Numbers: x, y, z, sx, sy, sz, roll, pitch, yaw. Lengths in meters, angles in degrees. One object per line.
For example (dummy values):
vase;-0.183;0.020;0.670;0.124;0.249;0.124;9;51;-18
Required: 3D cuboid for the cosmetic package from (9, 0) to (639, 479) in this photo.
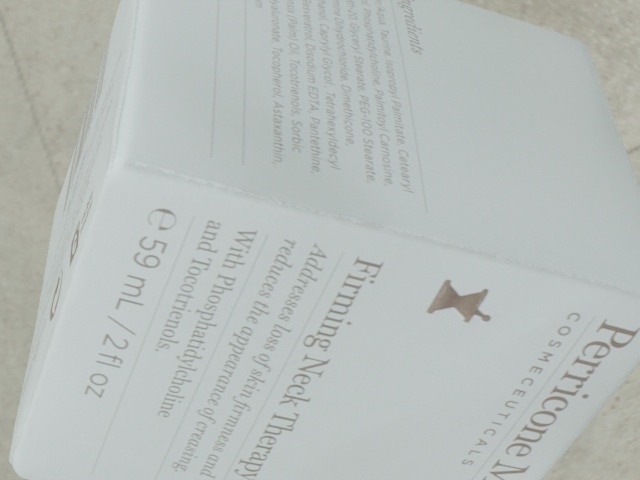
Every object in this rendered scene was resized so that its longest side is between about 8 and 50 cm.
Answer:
cosmetic package;0.000;0.000;0.899;0.327;0.394;0.329;-94;23;-47
